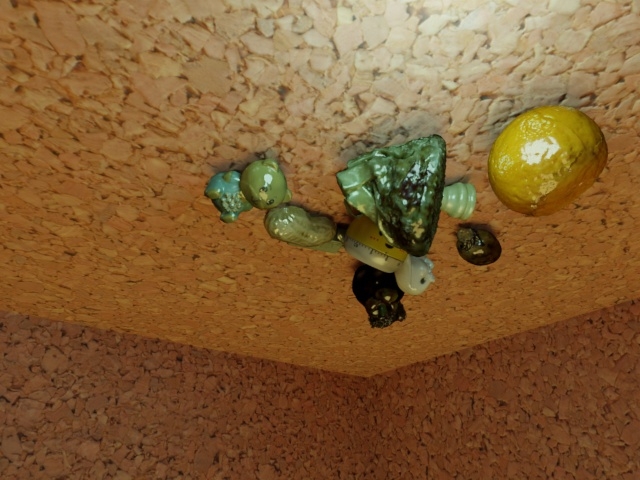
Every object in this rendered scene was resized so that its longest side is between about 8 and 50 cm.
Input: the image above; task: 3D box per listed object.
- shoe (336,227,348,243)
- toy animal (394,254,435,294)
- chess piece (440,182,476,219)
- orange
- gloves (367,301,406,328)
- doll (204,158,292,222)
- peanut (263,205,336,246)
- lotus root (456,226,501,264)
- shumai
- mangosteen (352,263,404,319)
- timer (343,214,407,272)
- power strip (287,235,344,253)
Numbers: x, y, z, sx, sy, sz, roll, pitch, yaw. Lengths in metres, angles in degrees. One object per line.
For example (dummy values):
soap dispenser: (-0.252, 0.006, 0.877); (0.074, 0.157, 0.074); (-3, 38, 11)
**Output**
shoe: (0.140, -0.021, 1.979); (0.077, 0.074, 0.194); (-35, 141, 25)
toy animal: (0.391, 0.086, 2.008); (0.174, 0.289, 0.249); (-17, 127, 25)
chess piece: (0.427, -0.158, 1.708); (0.251, 0.144, 0.144); (6, 149, -6)
orange: (0.670, -0.246, 1.395); (0.341, 0.293, 0.340); (-25, 151, -15)
gloves: (0.342, 0.339, 2.396); (0.210, 0.312, 0.135); (-12, 131, 33)
doll: (-0.238, -0.176, 1.574); (0.261, 0.161, 0.177); (-12, 127, 19)
peanut: (-0.078, -0.054, 1.829); (0.325, 0.140, 0.153); (8, 107, -32)
lotus root: (0.713, 0.037, 2.052); (0.169, 0.141, 0.314); (-22, 146, 36)
shumai: (0.225, -0.165, 1.497); (0.348, 0.395, 0.395); (13, 153, 14)
mangosteen: (0.287, 0.244, 2.231); (0.288, 0.287, 0.233); (-30, 163, 38)
timer: (0.246, -0.035, 1.831); (0.285, 0.285, 0.285); (-2, 150, -1)
power strip: (0.000, 0.000, 1.992); (0.288, 0.053, 0.093); (11, 141, -16)
